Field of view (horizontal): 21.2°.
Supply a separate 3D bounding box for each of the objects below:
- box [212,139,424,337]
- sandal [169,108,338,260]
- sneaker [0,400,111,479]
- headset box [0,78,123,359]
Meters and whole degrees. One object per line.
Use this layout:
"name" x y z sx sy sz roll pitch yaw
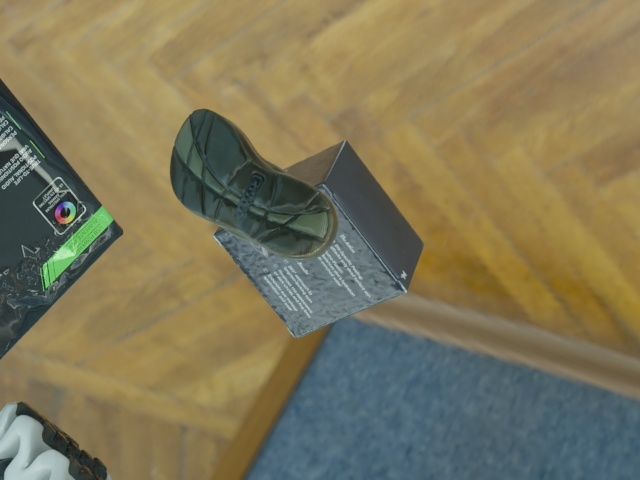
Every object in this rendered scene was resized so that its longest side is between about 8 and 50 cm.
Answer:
"box" 0.000 0.000 1.844 0.158 0.093 0.156 -24 115 33
"sandal" -0.056 -0.044 1.528 0.219 0.090 0.060 30 -177 37
"sneaker" -0.122 0.213 0.912 0.292 0.118 0.110 43 174 44
"headset box" -0.300 -0.015 1.079 0.131 0.246 0.283 25 156 48
